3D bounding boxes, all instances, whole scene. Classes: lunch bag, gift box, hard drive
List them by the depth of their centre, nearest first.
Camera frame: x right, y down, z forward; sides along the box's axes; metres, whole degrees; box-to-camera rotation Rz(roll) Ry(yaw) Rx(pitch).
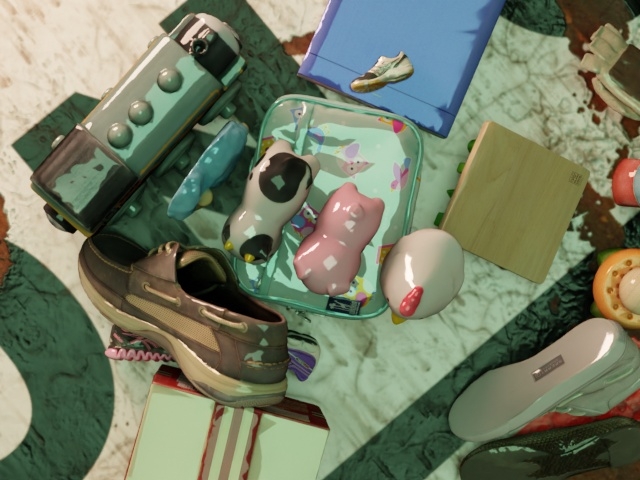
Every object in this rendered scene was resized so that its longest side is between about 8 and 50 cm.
[{"bbox_3d":[-0.139,0.307,1.678,0.255,0.276,0.258,15,91,1],"label":"gift box"},{"bbox_3d":[0.003,-0.037,1.761,0.224,0.108,0.279,13,90,-4],"label":"lunch bag"},{"bbox_3d":[0.129,-0.319,1.801,0.210,0.040,0.319,23,89,-3],"label":"hard drive"}]

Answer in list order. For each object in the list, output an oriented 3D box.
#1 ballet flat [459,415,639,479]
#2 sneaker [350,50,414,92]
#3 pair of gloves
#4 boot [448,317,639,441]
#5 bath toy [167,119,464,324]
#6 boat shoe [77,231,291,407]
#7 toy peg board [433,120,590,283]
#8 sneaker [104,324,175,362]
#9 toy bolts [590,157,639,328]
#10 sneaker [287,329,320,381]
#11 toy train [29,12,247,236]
[{"bbox_3d":[0.302,0.274,1.814,0.249,0.058,0.084,-15,113,2],"label":"ballet flat"},{"bbox_3d":[0.075,-0.214,1.766,0.083,0.032,0.037,-19,78,-8],"label":"sneaker"},{"bbox_3d":[0.457,-0.241,1.801,0.204,0.042,0.240,35,70,1],"label":"pair of gloves"},{"bbox_3d":[0.300,0.203,1.790,0.258,0.095,0.123,-31,132,21],"label":"boot"},{"bbox_3d":[0.000,0.000,1.645,0.348,0.129,0.151,27,126,2],"label":"bath toy"},{"bbox_3d":[-0.154,0.064,1.673,0.355,0.132,0.130,33,112,33],"label":"boat shoe"},{"bbox_3d":[0.237,-0.051,1.803,0.160,0.079,0.161,24,89,-19],"label":"toy peg board"},{"bbox_3d":[-0.215,0.127,1.784,0.119,0.047,0.057,3,79,-5],"label":"sneaker"},{"bbox_3d":[0.457,0.002,1.764,0.218,0.158,0.229,4,90,-4],"label":"toy bolts"},{"bbox_3d":[-0.086,0.140,1.780,0.169,0.068,0.071,16,96,-4],"label":"sneaker"},{"bbox_3d":[-0.218,-0.141,1.706,0.142,0.190,0.334,43,88,-3],"label":"toy train"}]
